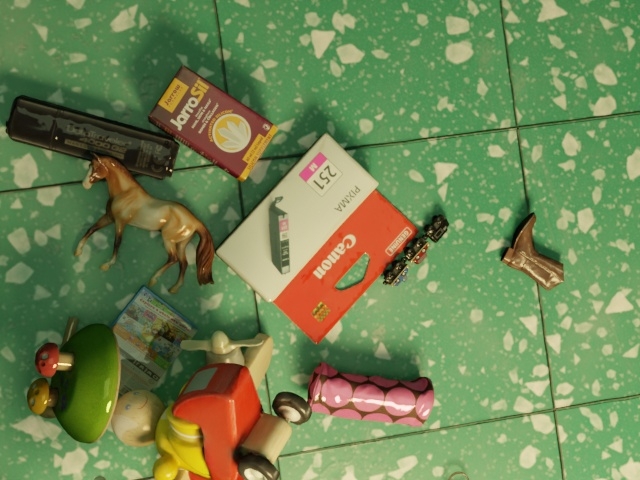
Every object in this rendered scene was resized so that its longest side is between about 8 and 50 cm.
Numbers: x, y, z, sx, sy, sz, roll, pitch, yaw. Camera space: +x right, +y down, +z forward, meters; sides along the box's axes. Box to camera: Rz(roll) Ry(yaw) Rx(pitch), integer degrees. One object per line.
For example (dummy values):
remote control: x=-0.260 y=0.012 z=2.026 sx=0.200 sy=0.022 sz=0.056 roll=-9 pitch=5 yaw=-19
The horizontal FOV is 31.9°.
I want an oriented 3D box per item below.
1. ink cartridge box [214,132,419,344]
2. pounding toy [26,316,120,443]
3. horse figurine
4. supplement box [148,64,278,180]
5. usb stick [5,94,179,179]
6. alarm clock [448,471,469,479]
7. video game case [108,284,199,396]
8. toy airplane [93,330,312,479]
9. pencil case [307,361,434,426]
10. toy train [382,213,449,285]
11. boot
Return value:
ink cartridge box: x=0.000 y=0.000 z=1.877 sx=0.239 sy=0.060 sz=0.275 roll=43 pitch=83 yaw=-6
pounding toy: x=-0.401 y=0.208 z=1.712 sx=0.110 sy=0.237 sz=0.183 roll=11 pitch=89 yaw=-32
horse figurine: x=-0.280 y=-0.018 z=1.827 sx=0.263 sy=0.066 sz=0.175 roll=22 pitch=92 yaw=-6
supplement box: x=-0.177 y=-0.191 z=1.836 sx=0.188 sy=0.081 sz=0.104 roll=33 pitch=85 yaw=-8
usb stick: x=-0.370 y=-0.166 z=1.819 sx=0.278 sy=0.045 sz=0.077 roll=15 pitch=101 yaw=-9
alarm clock: x=0.232 y=0.492 z=1.913 sx=0.129 sy=0.064 sz=0.192 roll=4 pitch=86 yaw=-9
video game case: x=-0.297 y=0.174 z=1.842 sx=0.119 sy=0.015 sz=0.166 roll=39 pitch=85 yaw=-12
toy airplane: x=-0.196 y=0.324 z=1.711 sx=0.272 sy=0.386 sz=0.384 roll=27 pitch=96 yaw=3
pencil case: x=0.081 y=0.255 z=1.875 sx=0.209 sy=0.098 sz=0.095 roll=11 pitch=133 yaw=-10
toy train: x=0.165 y=0.021 z=1.921 sx=0.158 sy=0.027 sz=0.036 roll=-48 pitch=111 yaw=-7
boot: x=0.386 y=0.021 z=1.951 sx=0.114 sy=0.037 sz=0.106 roll=30 pitch=98 yaw=-5
